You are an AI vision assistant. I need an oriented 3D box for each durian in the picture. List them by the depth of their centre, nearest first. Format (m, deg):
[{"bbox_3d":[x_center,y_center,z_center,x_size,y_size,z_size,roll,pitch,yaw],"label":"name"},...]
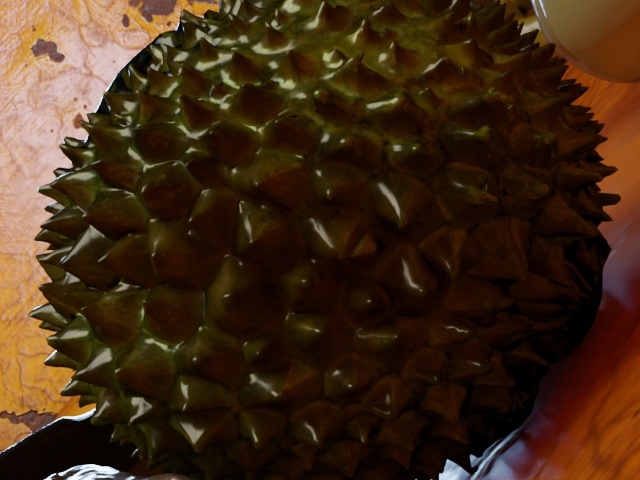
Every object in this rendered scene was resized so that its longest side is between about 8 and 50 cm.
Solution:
[{"bbox_3d":[-0.003,-0.001,0.755,0.291,0.224,0.291,-49,7,8],"label":"durian"}]

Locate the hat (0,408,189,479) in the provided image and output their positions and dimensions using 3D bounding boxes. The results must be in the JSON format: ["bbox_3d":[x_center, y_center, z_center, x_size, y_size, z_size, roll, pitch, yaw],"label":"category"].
[{"bbox_3d":[-0.181,0.269,0.945,0.382,0.257,0.366,-16,-20,-13],"label":"hat"}]

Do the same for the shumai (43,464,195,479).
[{"bbox_3d":[-0.075,0.181,0.682,0.185,0.184,0.218,-14,-1,7],"label":"shumai"}]

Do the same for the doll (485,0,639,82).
[{"bbox_3d":[0.196,-0.177,0.880,0.296,0.117,0.141,-42,13,50],"label":"doll"}]

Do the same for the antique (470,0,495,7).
[{"bbox_3d":[0.129,-0.227,1.731,0.183,0.088,0.086,-40,12,51],"label":"antique"}]
